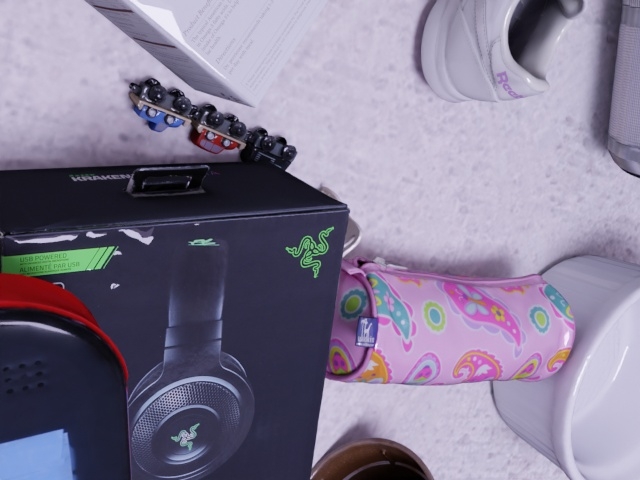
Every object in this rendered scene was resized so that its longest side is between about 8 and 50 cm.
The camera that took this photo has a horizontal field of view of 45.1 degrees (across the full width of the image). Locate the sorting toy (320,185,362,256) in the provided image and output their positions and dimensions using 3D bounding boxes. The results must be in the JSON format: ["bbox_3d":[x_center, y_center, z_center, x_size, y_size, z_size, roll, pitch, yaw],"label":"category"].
[{"bbox_3d":[0.000,0.000,0.684,0.083,0.075,0.045,-41,123,-15],"label":"sorting toy"}]

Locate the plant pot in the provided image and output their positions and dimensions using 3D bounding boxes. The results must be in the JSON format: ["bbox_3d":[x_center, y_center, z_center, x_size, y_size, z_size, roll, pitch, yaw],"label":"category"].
[{"bbox_3d":[0.078,0.314,0.799,0.167,0.167,0.165,-51,134,-9],"label":"plant pot"}]

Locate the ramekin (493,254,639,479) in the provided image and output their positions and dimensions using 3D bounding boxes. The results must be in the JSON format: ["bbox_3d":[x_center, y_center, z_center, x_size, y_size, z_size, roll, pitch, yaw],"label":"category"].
[{"bbox_3d":[0.338,0.150,0.920,0.277,0.135,0.277,-12,112,-30],"label":"ramekin"}]

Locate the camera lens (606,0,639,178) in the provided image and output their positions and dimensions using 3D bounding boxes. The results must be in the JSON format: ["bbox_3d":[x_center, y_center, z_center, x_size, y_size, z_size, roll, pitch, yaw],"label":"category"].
[{"bbox_3d":[0.428,-0.194,0.812,0.219,0.219,0.274,-13,112,-30],"label":"camera lens"}]

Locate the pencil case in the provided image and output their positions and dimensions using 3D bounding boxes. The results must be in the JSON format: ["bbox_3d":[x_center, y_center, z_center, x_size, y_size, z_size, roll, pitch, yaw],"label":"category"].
[{"bbox_3d":[0.121,0.082,0.764,0.284,0.124,0.124,7,102,-33],"label":"pencil case"}]

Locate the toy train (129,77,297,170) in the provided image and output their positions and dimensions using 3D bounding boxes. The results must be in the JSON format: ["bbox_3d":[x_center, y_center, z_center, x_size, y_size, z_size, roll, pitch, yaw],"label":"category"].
[{"bbox_3d":[-0.087,-0.089,0.629,0.158,0.027,0.036,20,106,-37],"label":"toy train"}]

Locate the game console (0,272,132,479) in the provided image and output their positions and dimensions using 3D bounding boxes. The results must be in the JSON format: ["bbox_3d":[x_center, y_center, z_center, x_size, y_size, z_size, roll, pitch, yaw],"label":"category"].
[{"bbox_3d":[-0.271,0.205,0.409,0.342,0.060,0.386,-12,125,-27],"label":"game console"}]

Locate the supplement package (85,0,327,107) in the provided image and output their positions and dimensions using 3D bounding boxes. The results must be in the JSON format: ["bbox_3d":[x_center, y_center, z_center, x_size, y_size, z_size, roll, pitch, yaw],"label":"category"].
[{"bbox_3d":[-0.102,-0.190,0.534,0.179,0.105,0.105,37,85,-36],"label":"supplement package"}]

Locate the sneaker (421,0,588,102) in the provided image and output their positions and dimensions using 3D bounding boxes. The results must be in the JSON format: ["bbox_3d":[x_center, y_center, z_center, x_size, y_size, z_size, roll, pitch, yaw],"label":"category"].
[{"bbox_3d":[0.195,-0.265,0.678,0.114,0.152,0.305,8,100,-33],"label":"sneaker"}]

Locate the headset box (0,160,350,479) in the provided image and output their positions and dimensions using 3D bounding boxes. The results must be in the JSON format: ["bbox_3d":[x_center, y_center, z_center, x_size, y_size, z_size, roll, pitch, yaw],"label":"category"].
[{"bbox_3d":[-0.124,0.075,0.580,0.246,0.131,0.283,-5,113,-33],"label":"headset box"}]
